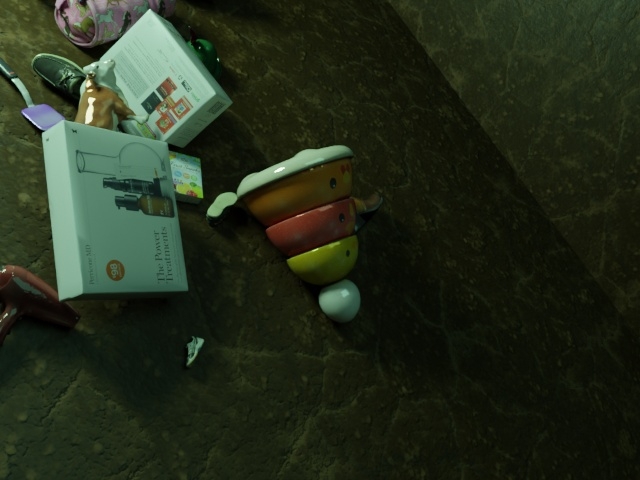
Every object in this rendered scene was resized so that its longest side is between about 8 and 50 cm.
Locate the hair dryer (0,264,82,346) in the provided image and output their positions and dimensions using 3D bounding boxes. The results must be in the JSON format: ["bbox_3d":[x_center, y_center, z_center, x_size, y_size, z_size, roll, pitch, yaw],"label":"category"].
[{"bbox_3d":[-0.633,0.159,1.249,0.293,0.080,0.224,-5,78,-35],"label":"hair dryer"}]

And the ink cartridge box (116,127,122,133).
[{"bbox_3d":[-0.535,-0.248,1.652,0.115,0.029,0.063,49,42,3],"label":"ink cartridge box"}]

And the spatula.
[{"bbox_3d":[-0.762,-0.388,1.575,0.296,0.030,0.084,49,41,3],"label":"spatula"}]

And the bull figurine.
[{"bbox_3d":[-0.545,-0.303,1.581,0.188,0.101,0.311,20,74,-17],"label":"bull figurine"}]

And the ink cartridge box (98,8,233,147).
[{"bbox_3d":[-0.455,-0.425,1.746,0.310,0.271,0.130,53,11,6],"label":"ink cartridge box"}]

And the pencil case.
[{"bbox_3d":[-0.600,-0.704,1.860,0.160,0.167,0.386,17,37,21],"label":"pencil case"}]

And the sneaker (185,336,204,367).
[{"bbox_3d":[-0.303,0.260,1.455,0.036,0.032,0.083,24,40,-4],"label":"sneaker"}]

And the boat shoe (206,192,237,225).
[{"bbox_3d":[-0.276,-0.091,1.737,0.048,0.042,0.133,26,42,8],"label":"boat shoe"}]

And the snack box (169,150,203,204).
[{"bbox_3d":[-0.380,-0.174,1.716,0.100,0.037,0.141,13,51,-33],"label":"snack box"}]

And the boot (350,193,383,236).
[{"bbox_3d":[0.051,-0.155,2.043,0.280,0.096,0.264,41,49,5],"label":"boot"}]

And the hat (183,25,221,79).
[{"bbox_3d":[-0.356,-0.624,1.971,0.172,0.183,0.209,24,46,-24],"label":"hat"}]

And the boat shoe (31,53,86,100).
[{"bbox_3d":[-0.648,-0.417,1.640,0.223,0.080,0.073,30,9,-23],"label":"boat shoe"}]

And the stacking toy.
[{"bbox_3d":[0.000,0.000,1.755,0.350,0.350,0.480,-23,92,-46],"label":"stacking toy"}]

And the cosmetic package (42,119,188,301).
[{"bbox_3d":[-0.457,-0.057,1.405,0.284,0.097,0.378,3,73,-52],"label":"cosmetic package"}]
